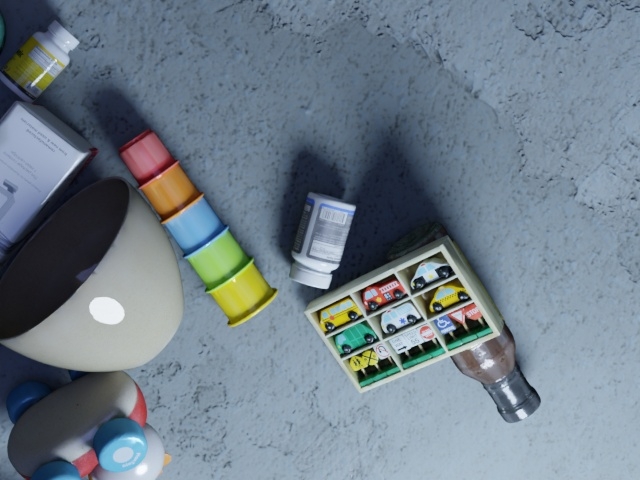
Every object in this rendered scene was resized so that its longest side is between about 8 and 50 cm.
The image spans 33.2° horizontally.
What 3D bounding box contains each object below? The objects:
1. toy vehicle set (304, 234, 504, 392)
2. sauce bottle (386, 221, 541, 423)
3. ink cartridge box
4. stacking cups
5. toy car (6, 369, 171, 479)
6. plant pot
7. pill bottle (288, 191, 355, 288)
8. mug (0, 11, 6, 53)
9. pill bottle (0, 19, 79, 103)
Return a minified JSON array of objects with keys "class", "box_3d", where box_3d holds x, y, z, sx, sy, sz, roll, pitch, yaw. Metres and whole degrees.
[{"class":"toy vehicle set","box_3d":[0.125,0.118,1.643,0.266,0.035,0.166,-28,104,30]},{"class":"sauce bottle","box_3d":[0.232,0.136,1.698,0.111,0.111,0.344,-33,103,-3]},{"class":"ink cartridge box","box_3d":[-0.451,-0.051,1.505,0.117,0.207,0.283,39,91,-9]},{"class":"stacking cups","box_3d":[-0.193,-0.019,1.612,0.096,0.096,0.316,-37,102,-2]},{"class":"toy car","box_3d":[-0.325,0.321,1.615,0.210,0.219,0.238,-33,131,-3]},{"class":"plant pot","box_3d":[-0.305,0.077,1.531,0.284,0.284,0.191,-46,119,0]},{"class":"pill bottle","box_3d":[0.000,0.000,1.654,0.078,0.078,0.137,15,96,-11]},{"class":"mug","box_3d":[-0.526,-0.290,1.513,0.157,0.097,0.130,-31,102,-4]},{"class":"pill bottle","box_3d":[-0.405,-0.260,1.554,0.065,0.065,0.116,43,89,-13]}]
